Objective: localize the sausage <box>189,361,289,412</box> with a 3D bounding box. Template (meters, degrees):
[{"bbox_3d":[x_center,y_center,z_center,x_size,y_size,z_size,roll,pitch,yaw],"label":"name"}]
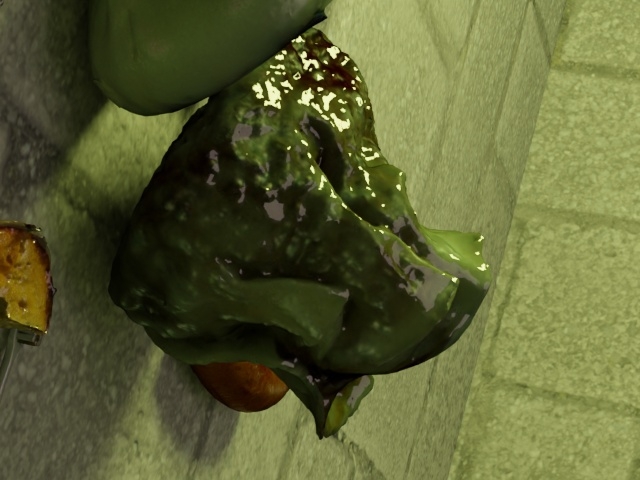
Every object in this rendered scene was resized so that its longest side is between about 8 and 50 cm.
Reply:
[{"bbox_3d":[-0.101,0.146,2.147,0.302,0.076,0.103,56,48,-64],"label":"sausage"}]

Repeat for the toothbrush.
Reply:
[{"bbox_3d":[-0.314,0.214,1.624,0.025,0.030,0.342,50,54,-61],"label":"toothbrush"}]

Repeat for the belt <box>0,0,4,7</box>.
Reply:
[{"bbox_3d":[-0.299,-0.322,1.286,0.126,0.094,0.359,-51,145,-48],"label":"belt"}]

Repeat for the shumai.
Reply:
[{"bbox_3d":[0.000,0.000,1.816,0.395,0.348,0.395,-56,172,-12],"label":"shumai"}]

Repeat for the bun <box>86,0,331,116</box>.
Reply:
[{"bbox_3d":[-0.111,-0.263,1.688,0.187,0.293,0.293,55,38,-20],"label":"bun"}]

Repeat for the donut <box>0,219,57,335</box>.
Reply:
[{"bbox_3d":[-0.300,0.049,1.515,0.181,0.078,0.146,-46,142,-49],"label":"donut"}]
